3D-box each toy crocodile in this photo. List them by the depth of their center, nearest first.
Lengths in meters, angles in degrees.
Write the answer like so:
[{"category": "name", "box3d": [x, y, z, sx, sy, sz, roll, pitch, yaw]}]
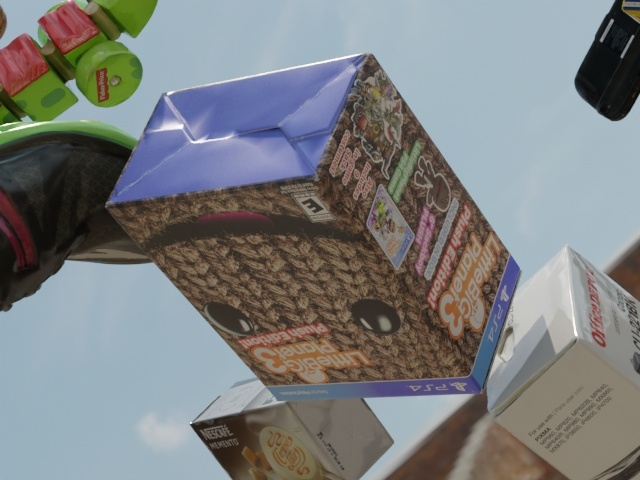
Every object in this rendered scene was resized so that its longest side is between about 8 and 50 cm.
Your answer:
[{"category": "toy crocodile", "box3d": [-0.293, -0.153, 1.594, 0.340, 0.115, 0.105, -42, -36, 0]}]

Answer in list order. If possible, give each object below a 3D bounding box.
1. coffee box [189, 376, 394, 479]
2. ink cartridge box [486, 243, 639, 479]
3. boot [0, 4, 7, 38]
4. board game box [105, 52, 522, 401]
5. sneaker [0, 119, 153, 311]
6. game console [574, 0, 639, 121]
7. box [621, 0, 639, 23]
[{"category": "coffee box", "box3d": [-0.040, 0.246, 2.050, 0.098, 0.141, 0.246, -42, 13, -33]}, {"category": "ink cartridge box", "box3d": [0.289, 0.156, 1.461, 0.114, 0.273, 0.197, -48, 13, 22]}, {"category": "boot", "box3d": [-0.541, -0.342, 2.165, 0.283, 0.109, 0.220, -18, -39, -34]}, {"category": "board game box", "box3d": [0.000, 0.000, 1.405, 0.291, 0.232, 0.141, 51, -133, -36]}, {"category": "sneaker", "box3d": [-0.316, 0.009, 1.390, 0.482, 0.202, 0.185, -3, -25, -36]}, {"category": "game console", "box3d": [0.436, -0.336, 2.114, 0.044, 0.213, 0.361, 7, -59, -34]}, {"category": "box", "box3d": [0.286, -0.245, 1.231, 0.059, 0.054, 0.169, 22, -100, -49]}]
